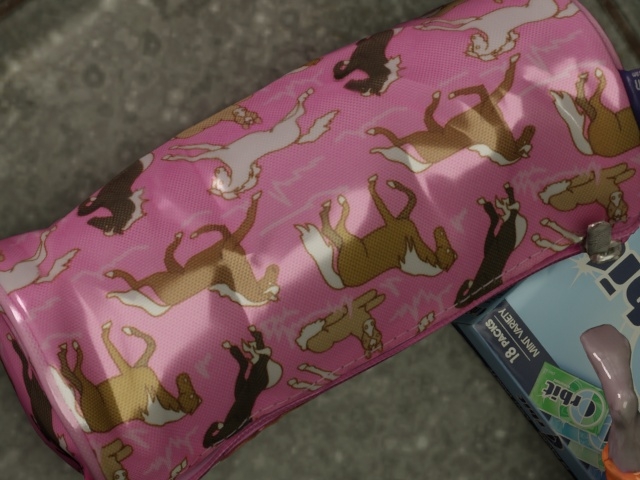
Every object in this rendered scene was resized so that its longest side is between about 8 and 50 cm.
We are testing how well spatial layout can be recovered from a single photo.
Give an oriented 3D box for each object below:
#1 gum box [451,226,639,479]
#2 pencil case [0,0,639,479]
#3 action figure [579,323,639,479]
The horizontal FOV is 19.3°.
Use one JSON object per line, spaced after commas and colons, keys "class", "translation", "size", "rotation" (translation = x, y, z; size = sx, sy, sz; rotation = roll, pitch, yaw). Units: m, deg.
{"class": "gum box", "translation": [0.199, 0.051, 1.157], "size": [0.184, 0.041, 0.157], "rotation": [-40, 101, -11]}
{"class": "pencil case", "translation": [0.000, 0.000, 1.044], "size": [0.386, 0.167, 0.160], "rotation": [-28, 130, -14]}
{"class": "action figure", "translation": [0.174, 0.217, 1.066], "size": [0.341, 0.178, 0.330], "rotation": [3, 116, -11]}
